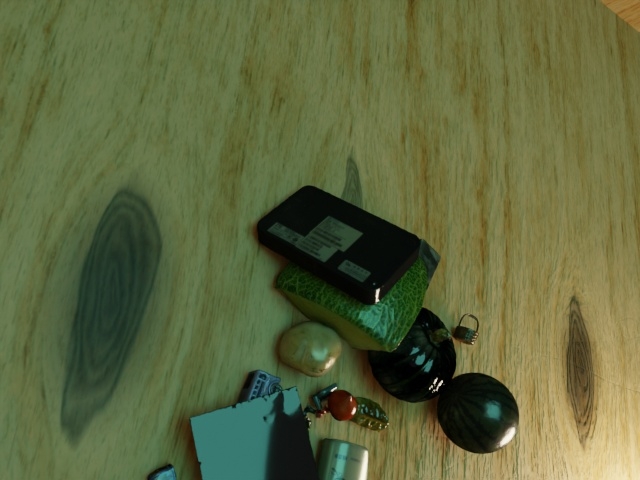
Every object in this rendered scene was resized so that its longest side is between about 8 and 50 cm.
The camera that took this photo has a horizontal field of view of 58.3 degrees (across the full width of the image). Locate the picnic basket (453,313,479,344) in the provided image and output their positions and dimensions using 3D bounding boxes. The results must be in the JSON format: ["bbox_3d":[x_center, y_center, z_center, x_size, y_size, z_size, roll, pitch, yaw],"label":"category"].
[{"bbox_3d":[0.425,0.253,1.654,0.072,0.072,0.083,28,75,-25],"label":"picnic basket"}]

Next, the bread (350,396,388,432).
[{"bbox_3d":[0.113,0.421,1.402,0.110,0.060,0.066,28,92,-24],"label":"bread"}]

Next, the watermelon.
[{"bbox_3d":[0.414,0.451,1.508,0.212,0.212,0.212,10,71,-32],"label":"watermelon"}]

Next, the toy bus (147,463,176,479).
[{"bbox_3d":[-0.291,0.514,1.103,0.061,0.051,0.153,-11,83,-30],"label":"toy bus"}]

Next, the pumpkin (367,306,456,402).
[{"bbox_3d":[0.238,0.275,1.439,0.250,0.216,0.250,32,36,-27],"label":"pumpkin"}]

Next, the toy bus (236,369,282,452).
[{"bbox_3d":[-0.146,0.367,1.232,0.076,0.073,0.167,32,57,-20],"label":"toy bus"}]

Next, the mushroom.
[{"bbox_3d":[-0.022,0.248,1.324,0.148,0.112,0.148,0,43,0],"label":"mushroom"}]

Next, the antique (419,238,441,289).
[{"bbox_3d":[0.251,0.085,1.575,0.086,0.088,0.183,42,56,-18],"label":"antique"}]

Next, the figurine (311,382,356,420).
[{"bbox_3d":[0.035,0.369,1.312,0.068,0.140,0.075,-16,87,-34],"label":"figurine"}]

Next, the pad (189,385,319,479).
[{"bbox_3d":[-0.110,0.506,1.157,0.247,0.007,0.368,-9,79,-31],"label":"pad"}]

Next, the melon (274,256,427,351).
[{"bbox_3d":[0.108,0.088,1.430,0.331,0.226,0.344,22,58,20],"label":"melon"}]

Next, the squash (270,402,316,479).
[{"bbox_3d":[-0.095,0.499,1.223,0.087,0.087,0.331,46,55,-15],"label":"squash"}]

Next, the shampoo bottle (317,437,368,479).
[{"bbox_3d":[0.032,0.636,1.271,0.134,0.078,0.360,27,63,-30],"label":"shampoo bottle"}]

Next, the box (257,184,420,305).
[{"bbox_3d":[0.039,-0.002,1.337,0.350,0.058,0.211,27,52,27],"label":"box"}]
